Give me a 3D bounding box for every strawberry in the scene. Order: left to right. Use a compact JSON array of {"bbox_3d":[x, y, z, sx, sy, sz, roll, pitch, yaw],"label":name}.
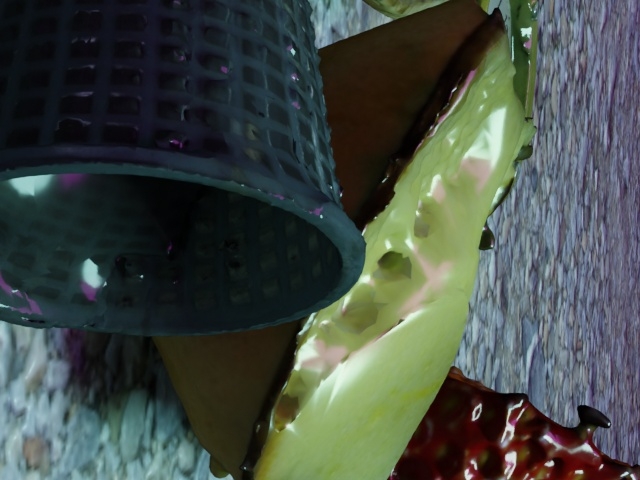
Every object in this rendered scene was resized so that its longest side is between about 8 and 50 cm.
[{"bbox_3d":[0.100,0.176,0.901,0.178,0.233,0.234,-62,154,-5],"label":"strawberry"}]

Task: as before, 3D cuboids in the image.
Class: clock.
[{"bbox_3d":[0.140,-0.146,1.122,0.237,0.057,0.237,5,90,-69],"label":"clock"}]

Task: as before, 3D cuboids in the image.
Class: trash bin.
[{"bbox_3d":[-0.068,-0.061,0.504,0.175,0.175,0.161,48,40,-60],"label":"trash bin"}]

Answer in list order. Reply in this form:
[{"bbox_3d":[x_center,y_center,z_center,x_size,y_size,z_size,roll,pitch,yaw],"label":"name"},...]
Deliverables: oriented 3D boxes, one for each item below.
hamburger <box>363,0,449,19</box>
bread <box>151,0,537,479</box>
[{"bbox_3d":[0.071,-0.292,0.824,0.283,0.144,0.260,-63,144,-36],"label":"hamburger"},{"bbox_3d":[0.000,0.000,0.649,0.262,0.162,0.204,-63,164,-9],"label":"bread"}]
